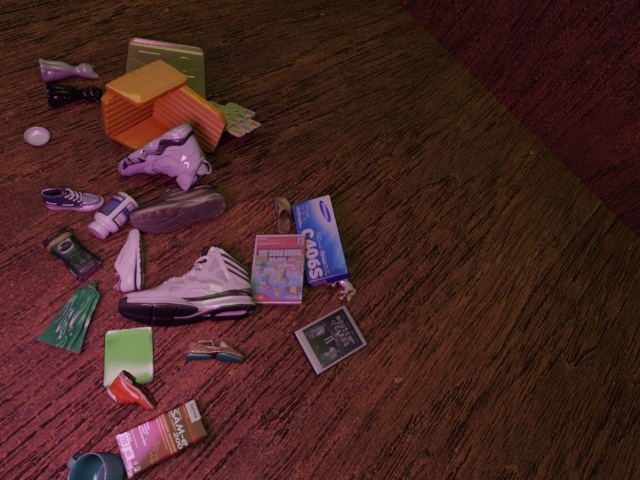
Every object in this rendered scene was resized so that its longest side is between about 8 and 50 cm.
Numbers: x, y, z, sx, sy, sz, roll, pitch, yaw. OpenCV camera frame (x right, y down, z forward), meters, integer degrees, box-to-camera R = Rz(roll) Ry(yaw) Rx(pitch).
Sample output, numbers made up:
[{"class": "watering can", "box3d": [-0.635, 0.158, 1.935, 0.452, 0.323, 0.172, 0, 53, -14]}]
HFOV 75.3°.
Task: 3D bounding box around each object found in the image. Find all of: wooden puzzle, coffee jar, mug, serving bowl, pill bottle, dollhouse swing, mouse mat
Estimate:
[{"class": "wooden puzzle", "box3d": [-0.678, -0.724, 1.828, 0.323, 0.080, 0.347, 0, 64, -19]}, {"class": "coffee jar", "box3d": [-0.848, 0.044, 1.415, 0.184, 0.079, 0.096, 42, 63, 3]}, {"class": "mug", "box3d": [-0.632, 0.661, 1.178, 0.130, 0.097, 0.157, -36, 58, 0]}, {"class": "serving bowl", "box3d": [-1.072, -0.390, 1.574, 0.084, 0.027, 0.083, 7, 64, -15]}, {"class": "pill bottle", "box3d": [-0.751, -0.088, 1.501, 0.094, 0.094, 0.169, 34, 60, -1]}, {"class": "dollhouse swing", "box3d": [-0.590, -0.432, 1.582, 0.305, 0.347, 0.315, 49, 60, -5]}, {"class": "mouse mat", "box3d": [-0.632, 0.383, 1.370, 0.153, 0.007, 0.189, -2, 66, -19]}]

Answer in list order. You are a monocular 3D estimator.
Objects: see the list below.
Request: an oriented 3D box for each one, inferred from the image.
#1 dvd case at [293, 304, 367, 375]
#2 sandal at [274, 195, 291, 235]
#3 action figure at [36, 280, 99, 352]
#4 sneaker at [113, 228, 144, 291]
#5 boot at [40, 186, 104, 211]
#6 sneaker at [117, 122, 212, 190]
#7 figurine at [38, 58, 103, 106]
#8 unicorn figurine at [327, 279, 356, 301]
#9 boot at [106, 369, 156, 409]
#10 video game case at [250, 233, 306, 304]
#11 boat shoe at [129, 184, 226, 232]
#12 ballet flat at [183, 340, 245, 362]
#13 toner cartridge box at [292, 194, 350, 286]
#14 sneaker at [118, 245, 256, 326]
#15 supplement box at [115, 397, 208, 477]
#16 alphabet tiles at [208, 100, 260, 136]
[{"class": "dvd case", "box3d": [0.039, 0.376, 1.585, 0.239, 0.029, 0.179, -24, 76, -26]}, {"class": "sandal", "box3d": [-0.153, -0.108, 1.736, 0.072, 0.049, 0.180, 4, 65, -17]}, {"class": "action figure", "box3d": [-0.792, 0.237, 1.352, 0.137, 0.063, 0.232, 20, 65, -6]}, {"class": "sneaker", "box3d": [-0.677, 0.066, 1.463, 0.095, 0.090, 0.234, -5, 66, -10]}, {"class": "boot", "box3d": [-0.889, -0.151, 1.489, 0.190, 0.086, 0.069, -7, 68, -21]}, {"class": "sneaker", "box3d": [-0.585, -0.276, 1.568, 0.210, 0.366, 0.137, 59, 24, -22]}, {"class": "figurine", "box3d": [-1.008, -0.646, 1.692, 0.210, 0.092, 0.214, -12, 69, -31]}, {"class": "unicorn figurine", "box3d": [0.087, 0.165, 1.691, 0.111, 0.060, 0.161, -35, 96, -29]}, {"class": "boot", "box3d": [-0.595, 0.493, 1.309, 0.158, 0.059, 0.084, 43, 78, -1]}, {"class": "video game case", "box3d": [-0.163, 0.108, 1.602, 0.204, 0.025, 0.284, -1, 64, 7]}, {"class": "boat shoe", "box3d": [-0.545, -0.128, 1.587, 0.356, 0.132, 0.130, -14, 49, -26]}, {"class": "ballet flat", "box3d": [-0.362, 0.378, 1.430, 0.206, 0.073, 0.067, 11, 49, -17]}, {"class": "toner cartridge box", "box3d": [0.000, 0.000, 1.685, 0.165, 0.075, 0.347, -15, 69, 5]}, {"class": "sneaker", "box3d": [-0.466, 0.153, 1.469, 0.448, 0.169, 0.257, 2, 56, -26]}, {"class": "supplement box", "box3d": [-0.484, 0.603, 1.278, 0.240, 0.073, 0.130, -20, 73, -26]}, {"class": "alphabet tiles", "box3d": [-0.416, -0.535, 1.803, 0.278, 0.021, 0.284, 28, 41, 12]}]
